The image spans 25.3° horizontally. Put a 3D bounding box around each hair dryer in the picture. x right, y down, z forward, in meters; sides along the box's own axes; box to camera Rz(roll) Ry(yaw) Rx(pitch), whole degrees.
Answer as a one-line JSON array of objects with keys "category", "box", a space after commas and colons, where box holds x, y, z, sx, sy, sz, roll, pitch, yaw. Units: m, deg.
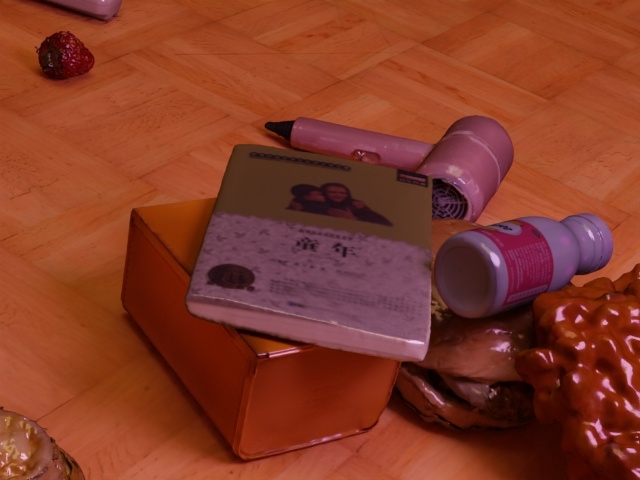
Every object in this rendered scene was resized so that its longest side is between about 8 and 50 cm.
[{"category": "hair dryer", "box": [0.076, -0.113, 1.945, 0.344, 0.107, 0.189, 13, 31, 17]}]

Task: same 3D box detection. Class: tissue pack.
[{"category": "tissue pack", "box": [-0.064, 0.081, 1.501, 0.194, 0.145, 0.274, -10, 38, -31]}]

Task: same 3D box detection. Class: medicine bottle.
[{"category": "medicine bottle", "box": [0.219, 0.019, 1.494, 0.216, 0.090, 0.090, -13, 39, -44]}]

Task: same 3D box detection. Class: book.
[{"category": "book", "box": [0.000, 0.000, 1.490, 0.239, 0.035, 0.352, 11, 31, -1]}]

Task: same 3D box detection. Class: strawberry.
[{"category": "strawberry", "box": [-0.361, -0.263, 2.030, 0.073, 0.073, 0.083, 35, 23, 32]}]

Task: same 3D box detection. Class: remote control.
[{"category": "remote control", "box": [-0.427, -0.404, 2.249, 0.230, 0.049, 0.090, 20, 32, 10]}]

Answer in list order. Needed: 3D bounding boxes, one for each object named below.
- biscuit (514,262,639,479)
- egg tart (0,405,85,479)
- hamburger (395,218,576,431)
[{"category": "biscuit", "box": [0.358, 0.168, 1.456, 0.312, 0.110, 0.318, -14, 73, -37]}, {"category": "egg tart", "box": [-0.297, 0.208, 1.271, 0.191, 0.074, 0.191, 12, 30, -7]}, {"category": "hamburger", "box": [0.162, 0.085, 1.584, 0.283, 0.145, 0.259, 40, 36, 28]}]
